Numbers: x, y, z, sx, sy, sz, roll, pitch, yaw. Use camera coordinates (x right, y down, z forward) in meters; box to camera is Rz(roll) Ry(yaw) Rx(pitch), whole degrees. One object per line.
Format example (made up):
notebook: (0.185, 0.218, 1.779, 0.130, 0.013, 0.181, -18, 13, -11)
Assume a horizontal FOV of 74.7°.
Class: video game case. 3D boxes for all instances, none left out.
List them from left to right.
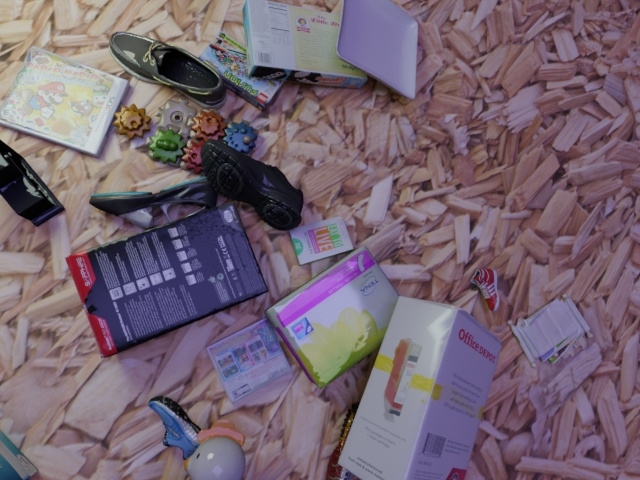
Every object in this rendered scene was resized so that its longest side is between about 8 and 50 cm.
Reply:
video game case: (-0.602, -0.327, 0.990, 0.227, 0.026, 0.206, 18, 77, -9)
video game case: (-0.168, 0.280, 0.989, 0.157, 0.019, 0.143, -25, 86, -15)

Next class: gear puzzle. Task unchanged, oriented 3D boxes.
gear puzzle: (-0.328, -0.261, 1.023, 0.339, 0.044, 0.175, 17, 82, -11)

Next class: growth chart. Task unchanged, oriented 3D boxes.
growth chart: (0.655, 0.258, 1.183, 0.237, 0.021, 0.171, -22, 86, -16)

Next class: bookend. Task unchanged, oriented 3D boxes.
bookend: (-0.643, -0.124, 0.877, 0.072, 0.157, 0.156, -39, 90, -16)

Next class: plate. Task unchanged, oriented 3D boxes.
plate: (0.155, -0.551, 1.154, 0.278, 0.045, 0.277, 17, 71, -32)

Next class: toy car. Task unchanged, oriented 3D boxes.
toy car: (-0.236, 0.488, 0.848, 0.211, 0.219, 0.237, 9, 65, -11)

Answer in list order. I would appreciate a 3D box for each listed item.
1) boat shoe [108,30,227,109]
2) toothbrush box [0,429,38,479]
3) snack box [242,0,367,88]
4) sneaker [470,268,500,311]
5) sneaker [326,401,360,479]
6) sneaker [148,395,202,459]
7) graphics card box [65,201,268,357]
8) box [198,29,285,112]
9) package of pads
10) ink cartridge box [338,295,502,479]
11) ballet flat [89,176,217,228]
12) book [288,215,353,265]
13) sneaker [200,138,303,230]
boat shoe: (-0.372, -0.431, 1.027, 0.305, 0.091, 0.109, 26, 77, -8)
toothbrush box: (-0.695, 0.386, 0.745, 0.126, 0.216, 0.295, -43, 91, -17)
snack box: (-0.036, -0.515, 1.110, 0.322, 0.060, 0.187, -3, 81, -24)
sneaker: (0.449, 0.133, 1.146, 0.067, 0.042, 0.118, 8, 71, -16)
sneaker: (0.084, 0.502, 0.973, 0.093, 0.088, 0.225, 27, 76, -9)
sneaker: (-0.320, 0.409, 0.908, 0.073, 0.063, 0.162, -42, 91, -13)
graphics card box: (-0.330, 0.080, 0.947, 0.371, 0.094, 0.232, -22, 85, -15)
box: (-0.204, -0.441, 1.097, 0.207, 0.036, 0.114, 32, 75, -6)
package of pads: (0.050, 0.182, 1.014, 0.297, 0.101, 0.229, -33, 89, -16)
ink cartridge box: (0.239, 0.355, 0.939, 0.279, 0.160, 0.384, 36, 71, -41)
ballet flat: (-0.375, -0.081, 0.969, 0.281, 0.095, 0.096, -12, 95, -15)
book: (0.000, 0.000, 1.073, 0.144, 0.035, 0.096, -16, 80, -14)
sneaker: (-0.159, -0.145, 1.013, 0.286, 0.109, 0.130, 39, 39, -21)
